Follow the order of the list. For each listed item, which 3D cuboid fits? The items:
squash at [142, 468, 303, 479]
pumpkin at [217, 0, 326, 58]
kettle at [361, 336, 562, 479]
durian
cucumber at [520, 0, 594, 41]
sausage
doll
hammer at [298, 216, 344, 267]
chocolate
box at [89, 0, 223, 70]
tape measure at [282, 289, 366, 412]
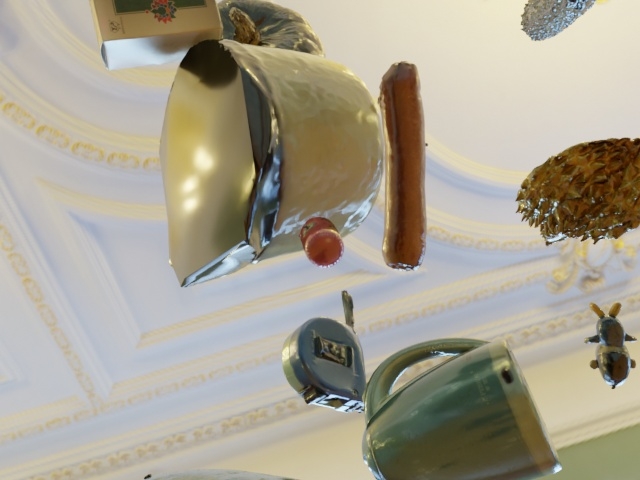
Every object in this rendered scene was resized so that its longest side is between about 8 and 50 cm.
[{"bbox_3d":[-0.056,0.252,0.418,0.189,0.189,0.260,39,-31,-26],"label":"squash"},{"bbox_3d":[-0.114,-0.390,1.292,0.232,0.325,0.242,-40,-20,-20],"label":"pumpkin"},{"bbox_3d":[0.235,0.335,1.220,0.342,0.319,0.247,-24,-46,15],"label":"kettle"},{"bbox_3d":[0.487,-0.095,1.198,0.196,0.185,0.305,32,-43,-19],"label":"durian"},{"bbox_3d":[0.434,-0.427,1.125,0.096,0.359,0.096,1,-81,6],"label":"cucumber"},{"bbox_3d":[0.164,-0.148,1.257,0.094,0.094,0.418,4,-98,-44],"label":"sausage"},{"bbox_3d":[0.604,0.218,1.314,0.102,0.089,0.179,-3,-99,19],"label":"doll"},{"bbox_3d":[0.000,0.000,0.626,0.043,0.083,0.043,-1,-75,-5],"label":"hammer"},{"bbox_3d":[-0.051,-0.112,0.912,0.297,0.326,0.314,3,-21,-29],"label":"chocolate"},{"bbox_3d":[-0.244,-0.365,0.895,0.168,0.095,0.212,-12,-98,-14],"label":"box"},{"bbox_3d":[0.015,0.233,1.539,0.215,0.351,0.098,21,-45,-29],"label":"tape measure"}]
